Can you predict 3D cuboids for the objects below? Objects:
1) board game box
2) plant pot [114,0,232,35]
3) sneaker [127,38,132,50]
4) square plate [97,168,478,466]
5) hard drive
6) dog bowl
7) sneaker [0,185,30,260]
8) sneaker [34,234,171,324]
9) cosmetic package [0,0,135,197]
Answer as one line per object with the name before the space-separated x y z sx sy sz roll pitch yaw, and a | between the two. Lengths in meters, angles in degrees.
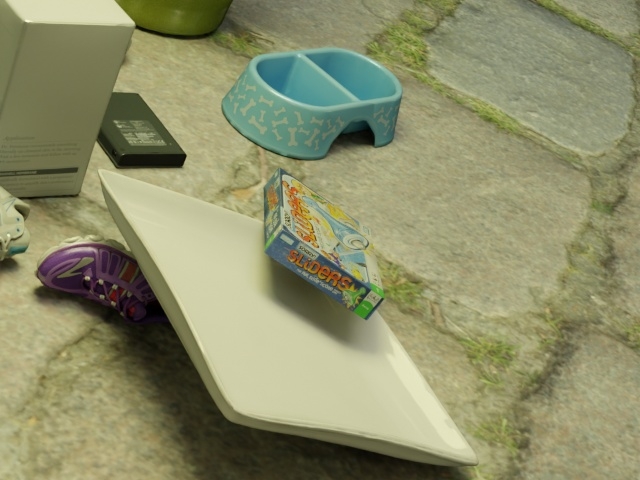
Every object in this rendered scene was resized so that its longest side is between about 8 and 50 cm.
board game box | 0.000 0.000 1.467 0.136 0.035 0.201 34 16 -15
plant pot | -0.196 -0.497 1.879 0.366 0.353 0.366 19 31 -12
sneaker | -0.341 -0.304 1.669 0.269 0.153 0.101 -2 40 -38
square plate | -0.040 0.087 1.317 0.344 0.049 0.347 19 27 -44
hard drive | -0.234 -0.137 1.618 0.094 0.022 0.135 -4 41 -39
dog bowl | -0.001 -0.197 1.835 0.166 0.074 0.297 42 35 26
sneaker | -0.329 -0.003 1.300 0.083 0.071 0.190 26 30 -11
sneaker | -0.199 0.046 1.321 0.170 0.068 0.071 14 38 -20
cosmetic package | -0.337 -0.200 1.441 0.138 0.224 0.224 -5 41 -42
